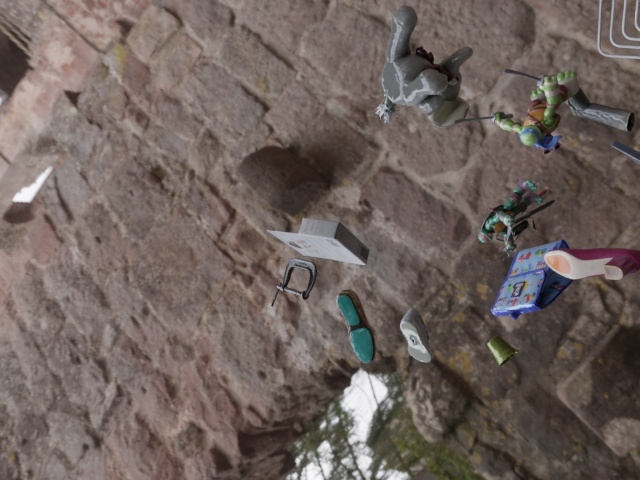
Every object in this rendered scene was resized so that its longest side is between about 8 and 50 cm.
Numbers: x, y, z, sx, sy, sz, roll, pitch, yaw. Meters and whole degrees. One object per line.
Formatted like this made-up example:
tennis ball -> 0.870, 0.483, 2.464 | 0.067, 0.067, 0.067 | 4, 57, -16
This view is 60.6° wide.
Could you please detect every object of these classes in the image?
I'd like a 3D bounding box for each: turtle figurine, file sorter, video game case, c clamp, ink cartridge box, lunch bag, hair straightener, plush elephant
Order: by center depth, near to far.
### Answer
c clamp -> -0.063, 0.113, 1.408 | 0.022, 0.137, 0.160 | 21, 168, -35
file sorter -> 0.890, -0.610, 1.439 | 0.192, 0.277, 0.173 | 28, 142, 48
turtle figurine -> 0.552, -0.378, 1.450 | 0.274, 0.198, 0.266 | 33, -131, 21
turtle figurine -> 0.522, -0.054, 1.541 | 0.118, 0.234, 0.175 | 39, -179, 27
plush elephant -> 0.326, -0.478, 1.595 | 0.330, 0.255, 0.272 | 116, 135, -62
video game case -> 1.020, -0.202, 1.629 | 0.274, 0.026, 0.196 | 24, -158, -20
hair straightener -> 0.652, -0.064, 1.738 | 0.089, 0.230, 0.047 | 54, 173, 10
ink cartridge box -> 0.000, 0.000, 1.741 | 0.238, 0.060, 0.275 | 9, 165, 28
lunch bag -> 0.722, 0.160, 1.865 | 0.138, 0.293, 0.221 | 45, 156, -8

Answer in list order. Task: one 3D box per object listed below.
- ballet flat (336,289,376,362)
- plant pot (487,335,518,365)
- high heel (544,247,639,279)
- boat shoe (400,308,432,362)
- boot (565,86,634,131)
ballet flat -> 0.104, 0.221, 1.450 | 0.067, 0.073, 0.206 | -38, -68, -63
plant pot -> 0.600, 0.361, 1.820 | 0.079, 0.083, 0.083 | 53, -163, 28
high heel -> 0.713, 0.045, 1.430 | 0.244, 0.117, 0.082 | 2, 114, 63
boat shoe -> 0.321, 0.307, 1.770 | 0.079, 0.081, 0.228 | 6, 138, 34
boot -> 0.971, -0.457, 1.902 | 0.189, 0.076, 0.208 | 23, -165, -46
